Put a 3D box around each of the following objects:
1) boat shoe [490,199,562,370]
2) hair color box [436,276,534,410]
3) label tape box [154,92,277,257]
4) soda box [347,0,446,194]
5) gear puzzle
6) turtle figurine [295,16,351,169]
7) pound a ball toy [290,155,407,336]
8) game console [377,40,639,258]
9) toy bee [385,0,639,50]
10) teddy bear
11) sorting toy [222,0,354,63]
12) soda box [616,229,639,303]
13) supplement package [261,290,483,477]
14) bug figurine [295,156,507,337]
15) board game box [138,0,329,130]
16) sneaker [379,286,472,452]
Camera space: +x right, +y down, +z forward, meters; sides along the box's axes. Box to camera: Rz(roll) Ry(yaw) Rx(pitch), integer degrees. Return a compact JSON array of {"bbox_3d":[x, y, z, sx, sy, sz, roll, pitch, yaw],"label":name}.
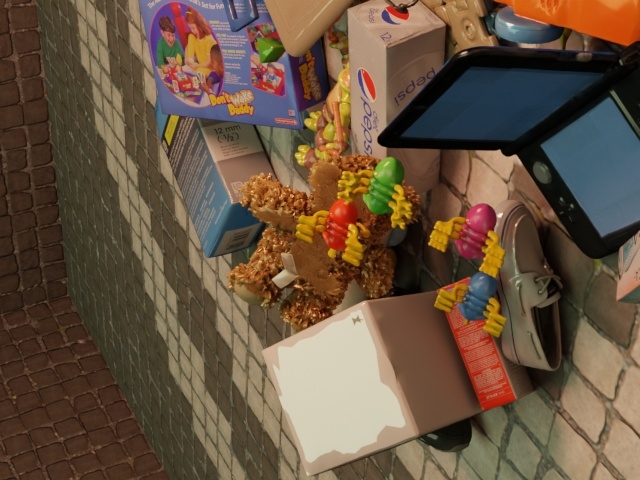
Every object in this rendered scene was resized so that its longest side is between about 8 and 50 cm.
[{"bbox_3d":[0.263,0.056,1.377,0.076,0.083,0.226,17,131,45],"label":"boat shoe"},{"bbox_3d":[0.217,0.132,1.475,0.053,0.093,0.167,-23,80,23],"label":"hair color box"},{"bbox_3d":[-0.212,-0.175,2.207,0.347,0.115,0.249,68,155,18],"label":"label tape box"},{"bbox_3d":[0.100,-0.182,1.486,0.098,0.091,0.286,52,158,37],"label":"soda box"},{"bbox_3d":[0.136,-0.296,1.458,0.339,0.044,0.175,8,121,68],"label":"gear puzzle"},{"bbox_3d":[0.031,-0.207,1.665,0.217,0.087,0.269,123,151,-61],"label":"turtle figurine"},{"bbox_3d":[0.037,0.061,1.721,0.319,0.136,0.208,104,-175,-49],"label":"pound a ball toy"},{"bbox_3d":[0.224,-0.077,1.143,0.250,0.173,0.293,57,163,3],"label":"game console"},{"bbox_3d":[0.232,-0.284,1.160,0.298,0.162,0.195,37,135,16],"label":"toy bee"},{"bbox_3d":[0.000,0.000,1.543,0.245,0.113,0.338,21,129,9],"label":"teddy bear"},{"bbox_3d":[-0.020,-0.391,1.604,0.348,0.047,0.196,-40,70,45],"label":"sorting toy"},{"bbox_3d":[0.342,0.016,1.095,0.183,0.058,0.063,99,179,-74],"label":"soda box"},{"bbox_3d":[0.093,0.179,1.484,0.175,0.293,0.177,-27,77,29],"label":"supplement package"},{"bbox_3d":[0.116,-0.001,1.337,0.279,0.072,0.216,28,147,7],"label":"bug figurine"},{"bbox_3d":[-0.148,-0.317,1.862,0.347,0.078,0.233,12,121,41],"label":"board game box"},{"bbox_3d":[0.146,0.189,1.667,0.267,0.101,0.106,60,150,28],"label":"sneaker"}]
